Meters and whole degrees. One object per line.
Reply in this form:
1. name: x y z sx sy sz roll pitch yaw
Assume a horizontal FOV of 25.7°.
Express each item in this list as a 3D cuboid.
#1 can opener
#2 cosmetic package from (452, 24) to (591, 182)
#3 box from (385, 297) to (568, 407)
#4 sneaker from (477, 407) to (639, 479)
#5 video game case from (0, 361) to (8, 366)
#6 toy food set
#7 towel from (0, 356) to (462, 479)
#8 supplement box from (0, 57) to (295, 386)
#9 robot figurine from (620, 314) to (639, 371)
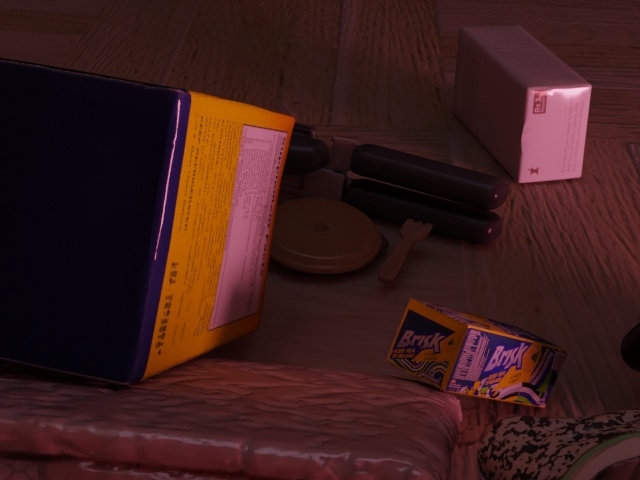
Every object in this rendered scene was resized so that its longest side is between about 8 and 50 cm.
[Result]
1. can opener: 0.044 -0.056 1.432 0.283 0.076 0.095 16 21 22
2. cosmetic package: 0.230 -0.164 1.634 0.086 0.117 0.231 -5 28 -14
3. box: 0.125 0.089 1.091 0.059 0.054 0.169 25 4 36
4. sneaker: 0.272 0.154 0.873 0.410 0.158 0.182 12 14 -30
5. video game case: -0.227 0.099 1.152 0.190 0.022 0.173 12 27 16
6. toy food set: 0.000 0.000 1.373 0.192 0.038 0.132 17 36 15
7. towel: -0.070 0.121 0.913 0.317 0.053 0.332 5 3 7
8. supplement box: -0.161 -0.024 1.055 0.195 0.194 0.356 11 4 10
9. robot figurine: 0.370 0.062 1.128 0.278 0.209 0.174 -18 16 -36
